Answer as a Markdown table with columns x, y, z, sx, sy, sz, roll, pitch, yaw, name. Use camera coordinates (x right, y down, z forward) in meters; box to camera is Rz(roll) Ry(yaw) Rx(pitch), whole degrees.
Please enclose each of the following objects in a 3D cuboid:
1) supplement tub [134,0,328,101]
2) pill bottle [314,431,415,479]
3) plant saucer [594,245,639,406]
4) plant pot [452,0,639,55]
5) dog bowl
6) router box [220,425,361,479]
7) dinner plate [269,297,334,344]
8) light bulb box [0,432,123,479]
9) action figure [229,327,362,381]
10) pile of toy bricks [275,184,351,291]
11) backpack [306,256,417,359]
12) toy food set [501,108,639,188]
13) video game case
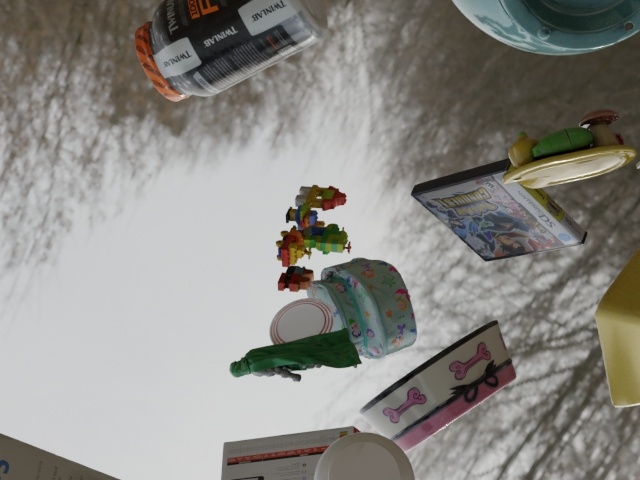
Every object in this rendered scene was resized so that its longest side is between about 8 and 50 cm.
| x | y | z | sx | sy | sz | roll | pitch | yaw | name |
| --- | --- | --- | --- | --- | --- | --- | --- | --- | --- |
| -0.174 | -0.411 | 2.032 | 0.207 | 0.337 | 0.207 | 54 | -159 | -32 | supplement tub |
| 0.080 | 0.455 | 1.941 | 0.181 | 0.182 | 0.323 | 31 | 165 | 12 | pill bottle |
| 0.558 | 0.080 | 1.621 | 0.081 | 0.333 | 0.333 | 30 | 161 | 34 | plant saucer |
| 0.247 | -0.304 | 1.036 | 0.293 | 0.293 | 0.196 | 23 | -150 | -12 | plant pot |
| 0.300 | 0.366 | 2.577 | 0.150 | 0.408 | 0.408 | 57 | -155 | 12 | dog bowl |
| -0.065 | 0.589 | 2.376 | 0.082 | 0.335 | 0.301 | 51 | -145 | -53 | router box |
| -0.040 | 0.174 | 2.185 | 0.141 | 0.141 | 0.017 | 18 | -157 | -28 | dinner plate |
| -0.437 | 0.526 | 1.624 | 0.361 | 0.358 | 0.225 | 27 | -145 | -22 | light bulb box |
| -0.052 | 0.218 | 1.930 | 0.232 | 0.064 | 0.137 | -6 | -160 | -11 | action figure |
| 0.000 | 0.000 | 1.704 | 0.105 | 0.118 | 0.212 | 4 | -149 | 11 | pile of toy bricks |
| 0.095 | 0.154 | 2.325 | 0.191 | 0.225 | 0.253 | -20 | -171 | -28 | backpack |
| 0.342 | -0.127 | 1.402 | 0.217 | 0.071 | 0.128 | -11 | 167 | 2 | toy food set |
| 0.357 | -0.054 | 2.140 | 0.248 | 0.035 | 0.274 | 39 | 151 | -25 | video game case |
